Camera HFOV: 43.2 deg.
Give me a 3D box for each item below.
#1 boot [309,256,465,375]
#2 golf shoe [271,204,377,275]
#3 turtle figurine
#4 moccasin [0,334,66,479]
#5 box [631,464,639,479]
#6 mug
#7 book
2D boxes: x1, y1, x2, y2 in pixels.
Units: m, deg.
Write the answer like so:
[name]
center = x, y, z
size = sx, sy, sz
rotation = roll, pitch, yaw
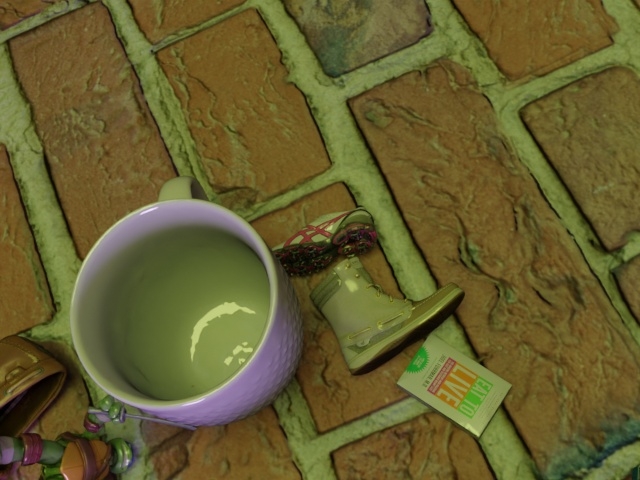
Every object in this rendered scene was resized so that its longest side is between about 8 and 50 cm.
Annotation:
[boot]
center = 0.098, 0.087, 1.249
size = 0.213, 0.077, 0.165
rotation = -36, 66, 12
[golf shoe]
center = 0.000, 0.000, 1.322
size = 0.186, 0.067, 0.086
rotation = -18, 40, 6
[turtle figurine]
center = -0.330, 0.325, 1.135
size = 0.274, 0.266, 0.198
rotation = 32, 107, 36
[moccasin]
center = -0.543, 0.336, 1.272
size = 0.147, 0.139, 0.380
rotation = 29, 69, 28
[box]
center = 0.460, 0.432, 1.074
size = 0.100, 0.060, 0.244
rotation = 8, 72, 14
[mug]
center = -0.168, 0.083, 1.175
size = 0.276, 0.328, 0.374
rotation = -15, 68, 5
[book]
center = 0.201, 0.219, 1.218
size = 0.144, 0.035, 0.096
rotation = 31, 75, 21
